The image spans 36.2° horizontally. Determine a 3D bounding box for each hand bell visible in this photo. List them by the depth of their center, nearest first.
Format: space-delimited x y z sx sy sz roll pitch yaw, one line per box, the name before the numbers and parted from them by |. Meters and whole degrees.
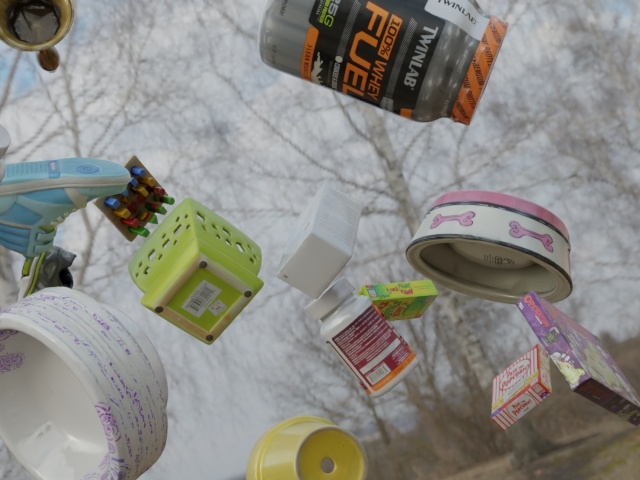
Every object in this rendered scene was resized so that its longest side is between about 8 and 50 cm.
hand bell | -0.444 -0.320 1.569 0.126 0.126 0.242 -18 -7 -10

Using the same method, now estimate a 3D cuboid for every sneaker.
sneaker | -0.569 -0.065 2.132 0.319 0.208 0.127 -4 24 -7
sneaker | -0.679 0.128 2.424 0.121 0.111 0.300 15 -50 -8

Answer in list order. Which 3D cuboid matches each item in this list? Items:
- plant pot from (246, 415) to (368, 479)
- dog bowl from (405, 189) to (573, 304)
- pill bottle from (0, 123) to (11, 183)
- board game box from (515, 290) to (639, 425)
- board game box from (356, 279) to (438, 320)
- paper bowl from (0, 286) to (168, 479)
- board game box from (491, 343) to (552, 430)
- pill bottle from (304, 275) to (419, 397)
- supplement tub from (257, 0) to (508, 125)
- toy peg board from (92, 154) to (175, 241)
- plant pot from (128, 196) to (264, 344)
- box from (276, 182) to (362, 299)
plant pot | -0.014 0.497 2.119 0.254 0.254 0.239 -15 -14 -22
dog bowl | 0.421 0.015 2.389 0.408 0.150 0.408 15 -20 5
pill bottle | -0.569 -0.090 1.526 0.121 0.121 0.216 -4 -45 -54
board game box | 0.512 0.233 1.889 0.056 0.208 0.347 -44 -38 14
board game box | 0.156 0.134 2.120 0.181 0.043 0.092 -3 -36 -32
paper bowl | -0.318 0.195 1.308 0.284 0.284 0.148 -31 3 44
board game box | 0.464 0.337 2.263 0.147 0.045 0.193 -44 6 21
pill bottle | 0.077 0.184 1.883 0.121 0.221 0.121 -39 -1 -1
supplement tub | 0.088 -0.285 1.367 0.316 0.193 0.193 21 -9 7
toy peg board | -0.452 -0.100 2.441 0.079 0.161 0.160 15 -29 41
plant pot | -0.267 0.080 2.154 0.227 0.207 0.228 36 -76 -27
box | 0.000 0.000 1.829 0.130 0.091 0.170 -51 14 35
